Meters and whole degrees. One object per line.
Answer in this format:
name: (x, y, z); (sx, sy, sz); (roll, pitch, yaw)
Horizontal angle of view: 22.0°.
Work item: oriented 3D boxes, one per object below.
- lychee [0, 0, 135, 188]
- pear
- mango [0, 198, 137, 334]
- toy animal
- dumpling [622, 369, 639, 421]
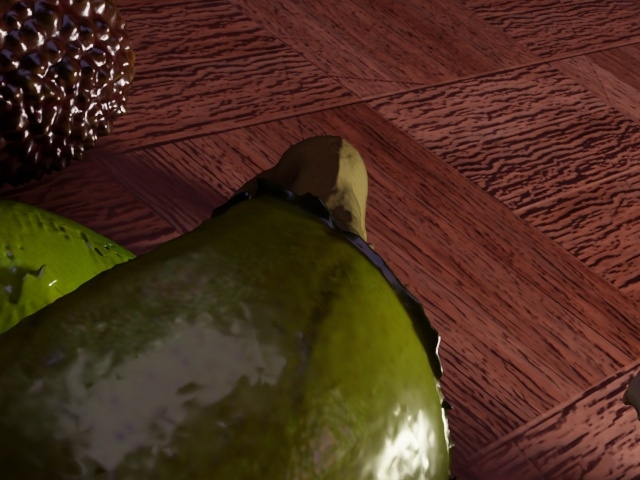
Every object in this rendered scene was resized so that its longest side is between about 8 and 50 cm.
lychee: (-0.201, -0.116, 1.000); (0.188, 0.188, 0.188); (20, 28, -11)
pear: (-0.078, 0.123, 0.617); (0.164, 0.238, 0.255); (42, 29, 17)
mango: (-0.154, 0.036, 0.853); (0.178, 0.100, 0.119); (11, 23, -35)
toy animal: (0.000, 0.000, 1.042); (0.103, 0.101, 0.219); (22, 28, -11)
dumpling: (0.286, 0.166, 0.971); (0.258, 0.147, 0.193); (22, 58, -19)
